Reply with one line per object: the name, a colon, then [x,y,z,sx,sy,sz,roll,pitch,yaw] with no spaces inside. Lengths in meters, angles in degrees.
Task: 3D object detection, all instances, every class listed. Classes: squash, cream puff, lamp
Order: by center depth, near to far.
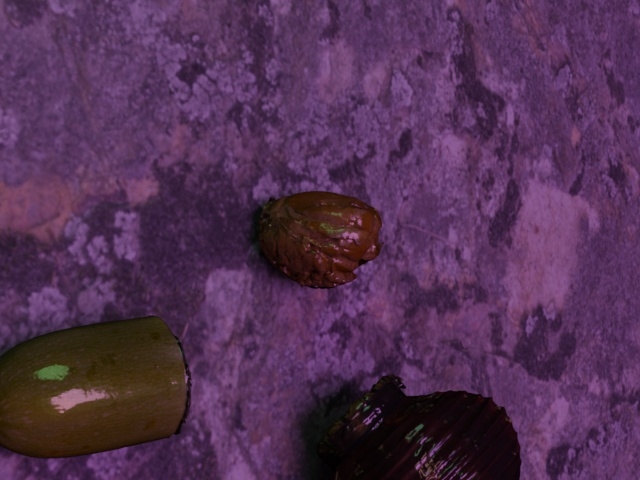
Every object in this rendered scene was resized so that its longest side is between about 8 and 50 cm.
squash: [-0.213,0.135,0.977,0.186,0.123,0.123,-8,93,-39]
cream puff: [0.000,0.000,1.185,0.133,0.119,0.104,-4,109,-16]
lamp: [0.105,0.257,1.189,0.247,0.247,0.247,4,85,-42]
